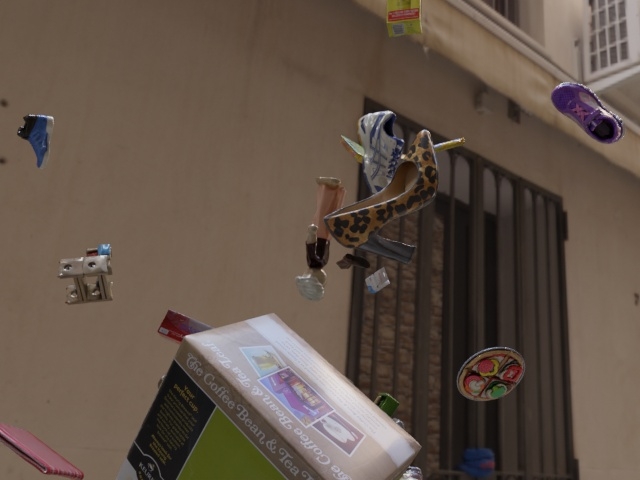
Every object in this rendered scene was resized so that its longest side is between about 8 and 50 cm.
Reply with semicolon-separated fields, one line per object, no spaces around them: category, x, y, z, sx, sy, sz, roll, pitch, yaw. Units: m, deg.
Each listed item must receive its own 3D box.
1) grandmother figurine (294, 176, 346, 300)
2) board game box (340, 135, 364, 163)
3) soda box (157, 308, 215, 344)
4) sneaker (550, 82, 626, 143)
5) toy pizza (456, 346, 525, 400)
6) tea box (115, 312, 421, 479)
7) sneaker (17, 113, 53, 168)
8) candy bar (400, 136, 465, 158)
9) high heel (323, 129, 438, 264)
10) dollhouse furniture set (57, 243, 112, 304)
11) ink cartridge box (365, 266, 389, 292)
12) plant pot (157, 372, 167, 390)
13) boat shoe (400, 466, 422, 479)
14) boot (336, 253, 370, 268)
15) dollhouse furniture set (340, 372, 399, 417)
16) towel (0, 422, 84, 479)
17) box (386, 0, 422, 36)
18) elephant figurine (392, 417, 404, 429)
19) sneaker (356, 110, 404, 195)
grandmother figurine;0.000;0.000;1.663;0.104;0.343;0.208;6;-9;22
board game box;0.176;-0.317;2.259;0.039;0.124;0.259;-48;-37;15
soda box;-0.377;0.314;1.882;0.263;0.084;0.092;22;-22;4
sneaker;0.749;-0.351;1.655;0.236;0.104;0.095;40;-54;5
toy pizza;0.484;0.385;1.670;0.201;0.032;0.201;-5;-59;-8
tea box;-0.090;0.345;0.894;0.329;0.324;0.220;39;23;24
sneaker;-0.784;-0.271;1.615;0.084;0.152;0.058;4;27;-34
candy bar;0.278;-0.226;1.465;0.161;0.018;0.040;-14;13;16
high heel;0.112;-0.102;1.063;0.186;0.261;0.093;19;-10;-25
dollhouse furniture set;-0.679;0.071;1.719;0.128;0.184;0.129;-5;-43;-15
ink cartridge box;0.184;0.124;1.852;0.028;0.048;0.083;11;-39;-43
plant pot;-0.350;0.431;1.604;0.166;0.165;0.167;-17;18;6
boat shoe;0.182;0.752;1.849;0.285;0.092;0.103;-10;-64;20
boot;0.119;0.089;2.197;0.106;0.037;0.114;26;-27;-6
dollhouse furniture set;0.053;0.423;1.534;0.197;0.151;0.301;35;-15;3
towel;-0.668;0.498;1.385;0.198;0.031;0.275;31;-23;9
box;0.209;-0.623;1.473;0.087;0.232;0.058;-1;-17;14
elephant figurine;0.123;0.582;1.786;0.239;0.169;0.186;22;-39;33
sneaker;0.205;-0.270;1.884;0.130;0.297;0.112;-14;-4;30
